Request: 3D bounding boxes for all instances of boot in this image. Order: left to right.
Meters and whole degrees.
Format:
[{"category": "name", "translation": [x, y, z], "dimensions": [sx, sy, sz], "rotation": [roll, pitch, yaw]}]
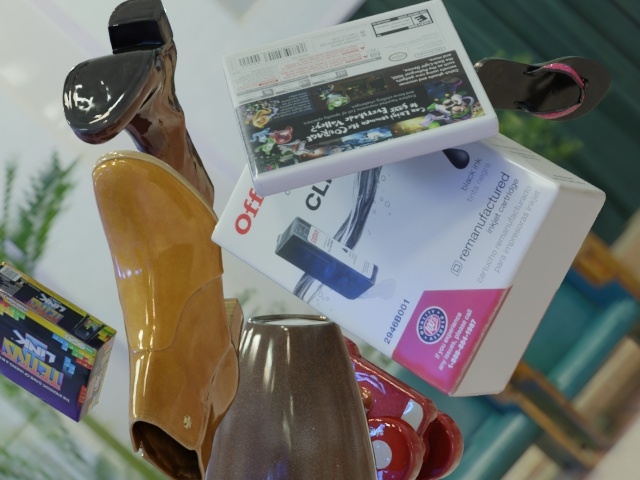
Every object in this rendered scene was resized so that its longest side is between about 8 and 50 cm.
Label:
[{"category": "boot", "translation": [-0.199, -0.096, 1.819], "dimensions": [0.096, 0.280, 0.264], "rotation": [-8, 33, 7]}, {"category": "boot", "translation": [-0.150, 0.080, 1.516], "dimensions": [0.104, 0.295, 0.211], "rotation": [-8, 44, 20]}]

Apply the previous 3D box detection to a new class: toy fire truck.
[{"category": "toy fire truck", "translation": [0.030, 0.304, 2.215], "dimensions": [0.169, 0.254, 0.302], "rotation": [1, -63, -61]}]

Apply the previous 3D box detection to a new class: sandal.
[{"category": "sandal", "translation": [0.226, -0.150, 1.607], "dimensions": [0.040, 0.179, 0.067], "rotation": [26, 112, 51]}]

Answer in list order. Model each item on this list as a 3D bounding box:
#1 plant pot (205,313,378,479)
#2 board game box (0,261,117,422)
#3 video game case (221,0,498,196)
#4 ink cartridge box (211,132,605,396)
[{"category": "plant pot", "translation": [-0.033, 0.206, 1.880], "dimensions": [0.215, 0.215, 0.230], "rotation": [-53, -36, -84]}, {"category": "board game box", "translation": [-0.343, 0.126, 1.970], "dimensions": [0.048, 0.170, 0.141], "rotation": [-47, -18, -47]}, {"category": "video game case", "translation": [0.026, -0.115, 1.267], "dimensions": [0.190, 0.022, 0.173], "rotation": [-15, 41, -2]}, {"category": "ink cartridge box", "translation": [0.069, -0.020, 1.365], "dimensions": [0.114, 0.273, 0.197], "rotation": [6, -67, -59]}]
